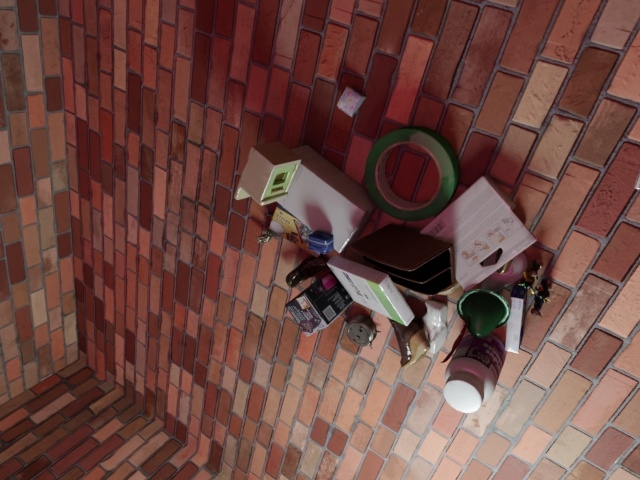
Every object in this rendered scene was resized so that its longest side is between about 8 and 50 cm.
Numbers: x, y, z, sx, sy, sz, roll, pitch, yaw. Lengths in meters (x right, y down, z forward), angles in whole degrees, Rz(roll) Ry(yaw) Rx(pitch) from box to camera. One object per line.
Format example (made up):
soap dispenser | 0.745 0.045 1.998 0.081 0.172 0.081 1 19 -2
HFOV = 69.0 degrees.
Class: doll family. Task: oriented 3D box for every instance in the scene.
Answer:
doll family | 0.696 0.157 1.503 0.076 0.111 0.193 -26 95 37

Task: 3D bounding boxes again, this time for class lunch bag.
lunch bag | 0.106 -0.489 1.643 0.071 0.053 0.083 38 116 11
lunch bag | 0.000 0.000 1.722 0.098 0.067 0.065 16 120 29

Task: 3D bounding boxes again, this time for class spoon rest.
spoon rest | 0.594 0.137 1.595 0.137 0.084 0.277 32 111 16

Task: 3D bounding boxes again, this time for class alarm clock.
alarm clock | 0.155 0.374 1.979 0.192 0.064 0.130 33 125 20

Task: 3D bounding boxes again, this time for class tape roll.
tape roll | 0.312 -0.227 1.608 0.320 0.077 0.322 13 116 28

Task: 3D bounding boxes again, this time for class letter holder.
letter holder | 0.273 0.080 1.605 0.301 0.214 0.152 23 131 51

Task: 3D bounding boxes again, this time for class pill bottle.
pill bottle | 0.531 0.451 1.615 0.169 0.301 0.170 13 117 28

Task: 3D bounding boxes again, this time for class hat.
hat | 0.508 0.291 1.505 0.172 0.184 0.209 16 132 17

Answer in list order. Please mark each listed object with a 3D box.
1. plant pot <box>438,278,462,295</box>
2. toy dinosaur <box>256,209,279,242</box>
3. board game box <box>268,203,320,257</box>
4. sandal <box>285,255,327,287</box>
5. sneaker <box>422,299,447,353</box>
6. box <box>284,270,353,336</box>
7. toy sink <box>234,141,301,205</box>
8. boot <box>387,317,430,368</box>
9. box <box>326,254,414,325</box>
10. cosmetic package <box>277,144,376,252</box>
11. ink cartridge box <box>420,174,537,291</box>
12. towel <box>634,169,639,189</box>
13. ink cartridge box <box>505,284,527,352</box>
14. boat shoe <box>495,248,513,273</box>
plant pot | 0.422 0.099 1.705 0.236 0.032 0.237 14 117 28
toy dinosaur | -0.183 -0.075 2.006 0.268 0.064 0.118 -22 103 33
board game box | -0.083 -0.042 1.895 0.243 0.042 0.165 31 145 1
sandal | -0.056 0.135 2.004 0.219 0.060 0.090 -38 71 26
sneaker | 0.428 0.326 1.783 0.094 0.080 0.213 18 114 41
box | 0.005 0.251 1.902 0.142 0.247 0.163 -36 89 39
toy sink | -0.192 -0.220 1.696 0.131 0.152 0.234 42 126 19
boot | 0.336 0.385 1.864 0.207 0.090 0.249 55 151 25
box | 0.182 0.181 1.745 0.322 0.058 0.232 21 152 55
cosmetic package | 0.009 -0.164 1.783 0.385 0.156 0.217 40 126 11
ink cartridge box | 0.514 -0.020 1.531 0.296 0.066 0.261 -46 69 34
towel | 0.966 -0.184 1.239 0.196 0.029 0.144 19 119 28
ink cartridge box | 0.664 0.265 1.580 0.046 0.097 0.207 8 115 29
boat shoe | 0.614 0.024 1.498 0.060 0.064 0.178 15 91 -11
